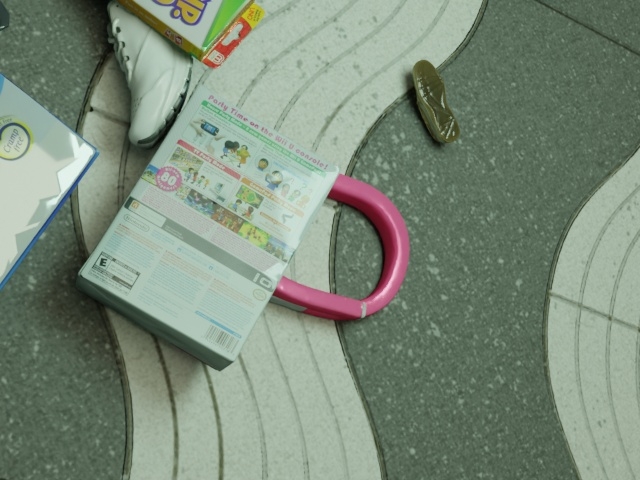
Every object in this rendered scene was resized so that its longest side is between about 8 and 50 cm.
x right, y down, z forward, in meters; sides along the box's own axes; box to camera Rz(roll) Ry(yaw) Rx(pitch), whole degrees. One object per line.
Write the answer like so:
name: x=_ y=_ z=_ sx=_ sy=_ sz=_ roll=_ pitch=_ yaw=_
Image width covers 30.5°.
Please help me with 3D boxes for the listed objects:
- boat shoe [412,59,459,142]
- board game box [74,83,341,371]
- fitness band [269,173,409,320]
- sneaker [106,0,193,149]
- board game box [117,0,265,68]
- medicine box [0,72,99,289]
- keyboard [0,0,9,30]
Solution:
boat shoe: x=0.171 y=-0.213 z=1.824 sx=0.050 sy=0.045 sz=0.135 roll=-21 pitch=93 yaw=-24
board game box: x=-0.144 y=-0.017 z=1.529 sx=0.224 sy=0.097 sz=0.303 roll=31 pitch=71 yaw=-5
fitness band: x=0.000 y=0.000 z=1.675 sx=0.291 sy=0.054 sz=0.209 roll=18 pitch=70 yaw=-26
sneaker: x=-0.233 y=-0.261 z=1.588 sx=0.129 sy=0.111 sz=0.297 roll=12 pitch=66 yaw=-15
board game box: x=-0.206 y=-0.345 z=1.556 sx=0.259 sy=0.039 sz=0.124 roll=37 pitch=66 yaw=-1
medicine box: x=-0.413 y=-0.011 z=1.305 sx=0.149 sy=0.289 sz=0.263 roll=39 pitch=63 yaw=-17
keyboard: x=-0.550 y=-0.363 z=1.460 sx=0.201 sy=0.033 sz=0.317 roll=-39 pitch=98 yaw=-30
